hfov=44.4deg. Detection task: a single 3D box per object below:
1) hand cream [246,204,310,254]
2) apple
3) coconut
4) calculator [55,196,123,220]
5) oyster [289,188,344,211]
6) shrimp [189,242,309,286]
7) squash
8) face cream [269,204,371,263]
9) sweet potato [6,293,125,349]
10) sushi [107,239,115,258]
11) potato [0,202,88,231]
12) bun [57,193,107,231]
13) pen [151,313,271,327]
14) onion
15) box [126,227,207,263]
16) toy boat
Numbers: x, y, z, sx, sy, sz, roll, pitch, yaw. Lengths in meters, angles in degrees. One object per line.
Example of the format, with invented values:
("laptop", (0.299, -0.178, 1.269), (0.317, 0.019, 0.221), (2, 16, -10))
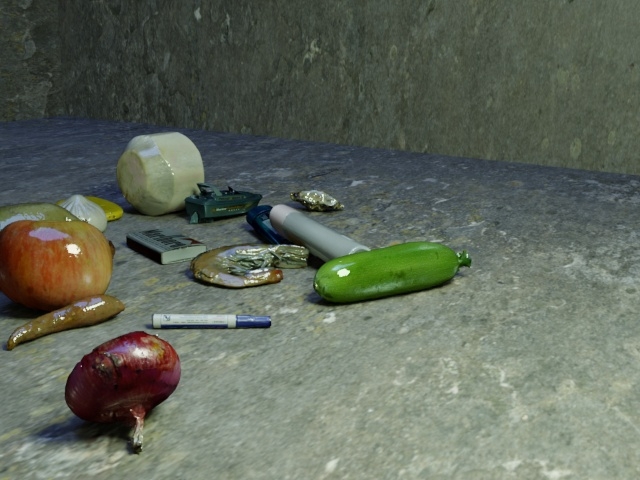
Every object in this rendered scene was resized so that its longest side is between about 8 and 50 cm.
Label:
("hand cream", (-0.086, -0.019, 1.880), (0.120, 0.061, 0.270), (-9, 23, -29))
("apple", (-0.475, 0.044, 1.403), (0.210, 0.164, 0.209), (2, 3, 0))
("coconut", (-0.423, -0.179, 2.124), (0.241, 0.241, 0.241), (2, 16, 0))
("calculator", (-0.622, -0.085, 2.084), (0.235, 0.032, 0.146), (17, 21, 38))
("oyster", (-0.016, -0.108, 2.203), (0.148, 0.051, 0.103), (24, 19, 18))
("shrimp", (-0.142, 0.052, 1.619), (0.253, 0.058, 0.173), (-1, 22, -10))
("squash", (0.151, 0.057, 1.548), (0.379, 0.101, 0.101), (-6, 17, -31))
("face cream", (0.000, 0.000, 1.702), (0.269, 0.073, 0.107), (30, -10, 44))
("sweet potato", (-0.427, 0.132, 1.308), (0.214, 0.050, 0.050), (-18, 25, -41))
("sushi", (-0.468, 0.037, 1.628), (0.047, 0.050, 0.099), (18, 31, 35))
("potato", (-0.587, 0.000, 1.570), (0.251, 0.159, 0.174), (-22, 52, -31))
("bun", (-0.592, -0.067, 1.915), (0.138, 0.094, 0.138), (5, 15, -1))
("pen", (-0.186, 0.139, 1.346), (0.204, 0.025, 0.025), (1, 16, -5))
("onion", (-0.236, 0.199, 0.986), (0.150, 0.150, 0.140), (-9, 49, -33))
("box", (-0.349, 0.010, 1.772), (0.115, 0.035, 0.177), (-10, 19, -38))
("toy boat", (-0.248, -0.108, 2.091), (0.093, 0.103, 0.246), (15, 17, 41))
